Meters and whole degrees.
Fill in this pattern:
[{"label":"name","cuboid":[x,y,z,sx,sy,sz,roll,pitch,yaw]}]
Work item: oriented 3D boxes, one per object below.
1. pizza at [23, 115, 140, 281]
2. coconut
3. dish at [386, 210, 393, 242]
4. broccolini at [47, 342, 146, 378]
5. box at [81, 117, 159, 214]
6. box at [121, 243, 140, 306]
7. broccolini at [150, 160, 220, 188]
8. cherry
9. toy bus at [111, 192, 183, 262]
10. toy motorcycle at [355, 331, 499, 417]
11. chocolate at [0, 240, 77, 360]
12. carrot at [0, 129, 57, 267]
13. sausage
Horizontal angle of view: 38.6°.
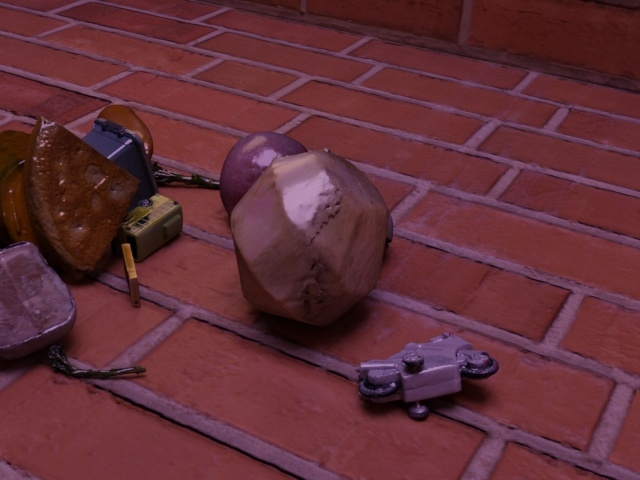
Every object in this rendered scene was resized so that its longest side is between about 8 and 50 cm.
[{"label":"pizza","cuboid":[-0.545,-0.088,1.932,0.087,0.268,0.258,-5,53,49]},{"label":"coconut","cuboid":[-0.034,0.006,1.835,0.352,0.353,0.353,2,30,-1]},{"label":"dish","cuboid":[0.074,-0.078,2.082,0.227,0.086,0.236,21,-5,27]},{"label":"broccolini","cuboid":[-0.422,0.237,1.697,0.194,0.054,0.052,13,62,5]},{"label":"box","cuboid":[-0.489,-0.169,2.198,0.162,0.227,0.130,24,53,31]},{"label":"box","cuboid":[-0.400,0.073,1.928,0.020,0.073,0.149,-8,31,-15]},{"label":"broccolini","cuboid":[-0.349,-0.159,2.365,0.216,0.058,0.067,8,68,-5]},{"label":"cherry","cuboid":[-0.136,-0.150,2.195,0.239,0.206,0.239,13,30,-8]},{"label":"toy bus","cuboid":[-0.394,-0.030,2.092,0.101,0.088,0.175,20,37,24]},{"label":"toy motorcycle","cuboid":[0.188,0.235,1.683,0.260,0.110,0.171,-10,16,-8]},{"label":"chocolate","cuboid":[-0.596,0.127,1.796,0.185,0.101,0.303,-21,38,-26]},{"label":"carrot","cuboid":[-0.643,-0.103,2.048,0.241,0.242,0.340,-22,37,-35]},{"label":"sausage","cuboid":[-0.518,-0.268,2.415,0.134,0.116,0.354,-42,31,-2]}]
